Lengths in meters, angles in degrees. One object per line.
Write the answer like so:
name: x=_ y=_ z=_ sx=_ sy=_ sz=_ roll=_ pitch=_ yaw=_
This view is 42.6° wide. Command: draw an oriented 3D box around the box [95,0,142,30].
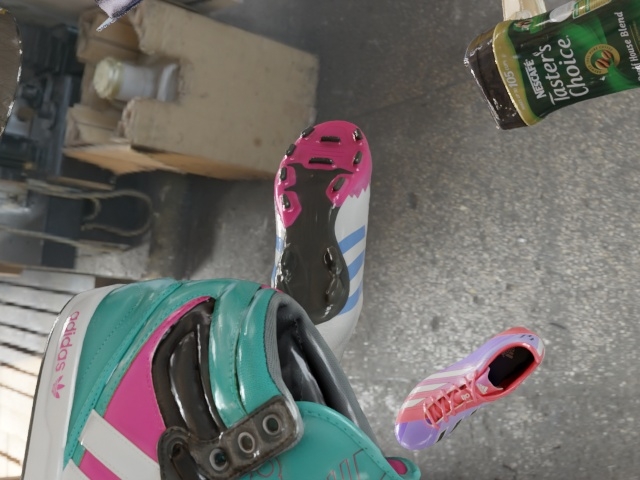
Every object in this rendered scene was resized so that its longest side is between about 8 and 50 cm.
box: x=-0.100 y=-0.246 z=0.645 sx=0.225 sy=0.036 sz=0.136 roll=-12 pitch=37 yaw=49

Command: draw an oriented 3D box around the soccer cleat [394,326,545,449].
soccer cleat: x=0.201 y=0.207 z=1.132 sx=0.248 sy=0.095 sz=0.083 roll=-38 pitch=88 yaw=9

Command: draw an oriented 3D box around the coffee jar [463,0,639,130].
coffee jar: x=0.224 y=-0.164 z=0.721 sx=0.184 sy=0.096 sz=0.079 roll=-16 pitch=32 yaw=33

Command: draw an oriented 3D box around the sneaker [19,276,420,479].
sneaker: x=-0.042 y=0.143 z=0.384 sx=0.178 sy=0.124 sz=0.295 roll=-15 pitch=61 yaw=21

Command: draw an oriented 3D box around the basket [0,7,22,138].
basket: x=-0.410 y=-0.158 z=0.720 sx=0.154 sy=0.227 sz=0.204 roll=17 pitch=87 yaw=34

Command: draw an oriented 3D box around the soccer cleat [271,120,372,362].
soccer cleat: x=0.000 y=0.000 z=0.988 sx=0.116 sy=0.143 sz=0.331 roll=1 pitch=49 yaw=9

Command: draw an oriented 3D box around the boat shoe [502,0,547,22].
boat shoe: x=0.224 y=-0.225 z=0.931 sx=0.063 sy=0.059 sz=0.170 roll=100 pitch=164 yaw=-66
